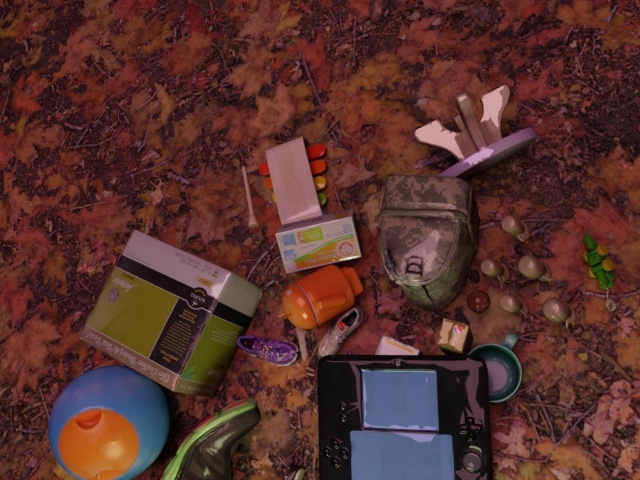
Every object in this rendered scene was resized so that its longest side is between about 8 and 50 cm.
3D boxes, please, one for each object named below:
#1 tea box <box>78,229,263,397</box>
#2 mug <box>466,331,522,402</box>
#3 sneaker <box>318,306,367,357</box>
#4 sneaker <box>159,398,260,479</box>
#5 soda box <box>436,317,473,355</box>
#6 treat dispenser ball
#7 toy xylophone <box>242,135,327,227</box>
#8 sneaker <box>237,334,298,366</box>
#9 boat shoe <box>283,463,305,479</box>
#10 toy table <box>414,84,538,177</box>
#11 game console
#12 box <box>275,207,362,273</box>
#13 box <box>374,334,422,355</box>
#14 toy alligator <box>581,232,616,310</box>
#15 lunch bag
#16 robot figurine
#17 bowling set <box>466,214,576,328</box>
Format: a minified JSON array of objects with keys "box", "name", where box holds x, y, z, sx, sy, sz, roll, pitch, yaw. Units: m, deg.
[{"box":[-0.387,0.195,1.603,0.329,0.220,0.323,22,79,24],"name":"tea box"},{"box":[0.402,0.299,1.377,0.158,0.097,0.129,-28,65,7],"name":"mug"},{"box":[0.047,0.227,1.529,0.161,0.075,0.057,-44,65,0],"name":"sneaker"},{"box":[-0.284,0.599,1.482,0.202,0.185,0.482,35,88,7],"name":"sneaker"},{"box":[0.309,0.229,1.384,0.058,0.181,0.061,14,77,22],"name":"soda box"},{"box":[-0.525,0.459,1.522,0.289,0.288,0.288,-6,71,16],"name":"treat dispenser ball"},{"box":[-0.094,-0.147,1.698,0.237,0.081,0.322,-11,69,14],"name":"toy xylophone"},{"box":[-0.142,0.283,1.575,0.170,0.071,0.068,6,74,19],"name":"sneaker"},{"box":[-0.080,0.608,1.459,0.042,0.049,0.132,13,74,27],"name":"boat shoe"},{"box":[0.376,-0.257,1.508,0.274,0.252,0.160,-25,82,-3],"name":"toy table"},{"box":[0.180,0.427,1.347,0.387,0.060,0.341,-3,87,18],"name":"game console"},{"box":[0.000,0.000,1.572,0.203,0.103,0.114,-14,103,8],"name":"box"},{"box":[0.152,0.360,1.457,0.101,0.060,0.244,21,80,22],"name":"box"},{"box":[0.656,0.071,1.399,0.051,0.056,0.189,0,66,-25],"name":"toy alligator"},{"box":[0.249,0.014,1.410,0.213,0.305,0.255,2,72,19],"name":"lunch bag"},{"box":[-0.002,0.142,1.524,0.220,0.128,0.158,-27,47,-17],"name":"robot figurine"},{"box":[0.446,0.097,1.427,0.200,0.154,0.286,-29,66,27],"name":"bowling set"}]
